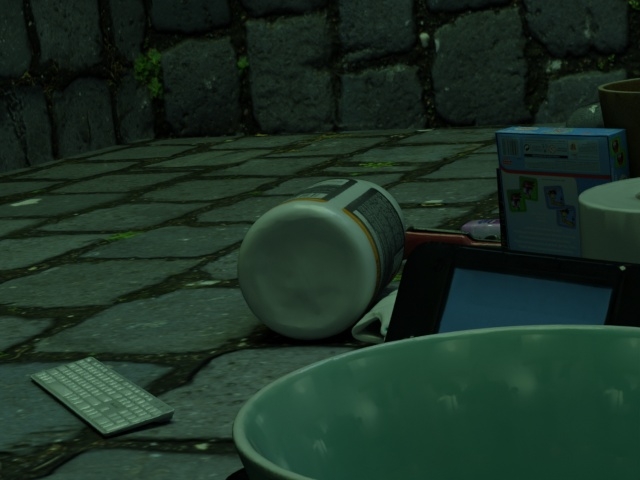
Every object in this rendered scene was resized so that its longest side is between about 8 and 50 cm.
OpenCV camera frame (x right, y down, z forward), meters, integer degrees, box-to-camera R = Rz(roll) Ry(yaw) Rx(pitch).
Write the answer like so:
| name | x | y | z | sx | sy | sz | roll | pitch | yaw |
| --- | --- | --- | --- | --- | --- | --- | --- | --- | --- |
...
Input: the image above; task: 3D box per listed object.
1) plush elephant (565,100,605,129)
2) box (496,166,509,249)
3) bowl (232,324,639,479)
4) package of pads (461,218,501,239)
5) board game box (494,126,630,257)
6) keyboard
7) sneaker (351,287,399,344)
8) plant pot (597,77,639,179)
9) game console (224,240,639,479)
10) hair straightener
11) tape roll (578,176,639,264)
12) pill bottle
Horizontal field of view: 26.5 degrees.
| name | x | y | z | sx | sy | sz | roll | pitch | yaw |
| --- | --- | --- | --- | --- | --- | --- | --- | --- | --- |
| plush elephant | 0.538 | -0.103 | 1.843 | 0.330 | 0.255 | 0.272 | -23 | 10 | -37 |
| box | 0.304 | -0.019 | 1.688 | 0.077 | 0.147 | 0.180 | -11 | 11 | -27 |
| bowl | 0.113 | 0.161 | 0.745 | 0.311 | 0.163 | 0.311 | -4 | 11 | 1 |
| package of pads | 0.254 | -0.013 | 2.005 | 0.083 | 0.032 | 0.050 | 0 | 14 | 27 |
| board game box | 0.277 | -0.020 | 1.520 | 0.039 | 0.211 | 0.160 | -18 | 17 | -39 |
| keyboard | -0.224 | 0.153 | 1.365 | 0.072 | 0.014 | 0.256 | -10 | 11 | -26 |
| sneaker | 0.112 | 0.096 | 1.398 | 0.094 | 0.080 | 0.212 | -24 | 11 | -28 |
| plant pot | 0.436 | -0.053 | 1.512 | 0.237 | 0.254 | 0.237 | -5 | 10 | 1 |
| game console | 0.100 | 0.112 | 1.034 | 0.173 | 0.250 | 0.293 | 22 | -10 | -41 |
| hair straightener | 0.228 | 0.000 | 1.901 | 0.230 | 0.047 | 0.089 | -2 | 11 | 15 |
| tape roll | 0.374 | 0.033 | 1.307 | 0.246 | 0.169 | 0.246 | -4 | 10 | 1 |
| pill bottle | 0.013 | 0.011 | 1.627 | 0.162 | 0.162 | 0.278 | -2 | 10 | 15 |
